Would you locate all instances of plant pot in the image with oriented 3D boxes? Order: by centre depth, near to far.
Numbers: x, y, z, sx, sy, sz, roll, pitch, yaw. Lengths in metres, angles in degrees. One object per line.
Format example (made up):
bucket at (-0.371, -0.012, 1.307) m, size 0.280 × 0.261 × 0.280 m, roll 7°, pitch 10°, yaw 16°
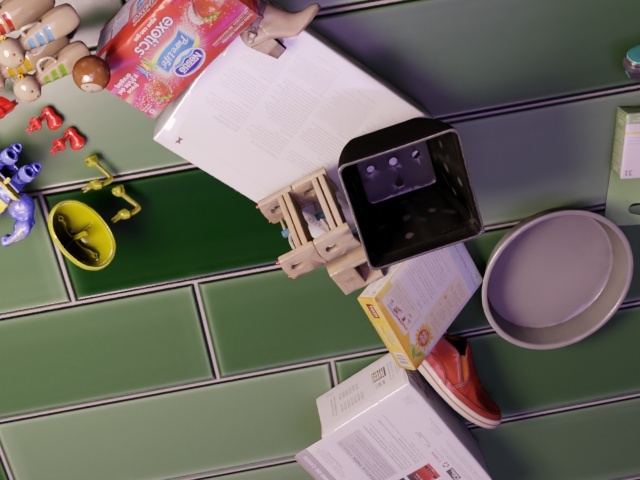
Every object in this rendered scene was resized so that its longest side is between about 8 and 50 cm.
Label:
plant pot at (0.129, -0.095, 1.514) m, size 0.187 × 0.167 × 0.188 m, roll -19°, pitch 118°, yaw 2°

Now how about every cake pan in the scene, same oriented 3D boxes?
cake pan at (0.433, 0.066, 1.784) m, size 0.293 × 0.054 × 0.293 m, roll -5°, pitch 117°, yaw -9°

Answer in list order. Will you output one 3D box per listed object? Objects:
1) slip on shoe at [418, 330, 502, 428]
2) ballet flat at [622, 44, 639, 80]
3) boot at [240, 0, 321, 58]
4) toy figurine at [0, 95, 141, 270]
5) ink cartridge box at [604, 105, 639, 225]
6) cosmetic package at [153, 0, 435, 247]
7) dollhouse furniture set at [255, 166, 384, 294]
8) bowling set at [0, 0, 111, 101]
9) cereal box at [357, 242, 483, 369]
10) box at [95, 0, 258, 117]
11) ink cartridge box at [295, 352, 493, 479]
slip on shoe at (0.253, 0.237, 1.828) m, size 0.101 × 0.123 × 0.331 m, roll -38°, pitch 109°, yaw 8°
ballet flat at (0.604, -0.325, 1.621) m, size 0.203 × 0.074 × 0.074 m, roll -25°, pitch 116°, yaw -1°
boot at (-0.069, -0.335, 1.444) m, size 0.087 × 0.042 × 0.118 m, roll 40°, pitch 98°, yaw -14°
toy figurine at (-0.510, -0.089, 1.593) m, size 0.217 × 0.191 × 0.362 m, roll -25°, pitch 118°, yaw 38°
ink cartridge box at (0.607, -0.126, 1.722) m, size 0.171 × 0.056 × 0.235 m, roll -4°, pitch 114°, yaw -5°
cosmetic package at (-0.041, -0.193, 1.589) m, size 0.377 × 0.097 × 0.284 m, roll 32°, pitch 106°, yaw -20°
dollhouse furniture set at (0.000, 0.000, 1.593) m, size 0.129 × 0.129 × 0.183 m, roll -27°, pitch 147°, yaw 8°
bowling set at (-0.412, -0.270, 1.359) m, size 0.154 × 0.200 × 0.287 m, roll -37°, pitch 159°, yaw -15°
cereal box at (0.182, 0.086, 1.701) m, size 0.240 × 0.047 × 0.173 m, roll -48°, pitch 120°, yaw -31°
box at (-0.218, -0.324, 1.442) m, size 0.123 × 0.128 × 0.257 m, roll 31°, pitch 126°, yaw -32°
ink cartridge box at (0.137, 0.409, 1.888) m, size 0.272 × 0.130 × 0.309 m, roll -33°, pitch 115°, yaw 12°
